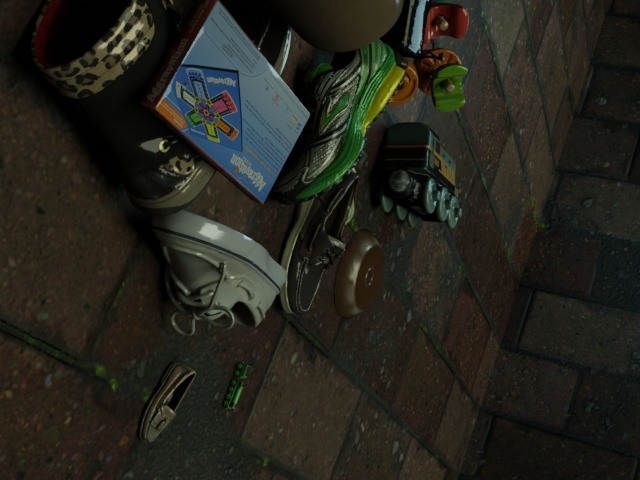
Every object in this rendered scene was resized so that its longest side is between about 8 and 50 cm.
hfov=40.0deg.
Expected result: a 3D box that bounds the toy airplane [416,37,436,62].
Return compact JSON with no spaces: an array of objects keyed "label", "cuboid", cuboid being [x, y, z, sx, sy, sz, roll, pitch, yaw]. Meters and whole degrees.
[{"label":"toy airplane","cuboid":[0.229,-0.455,1.909,0.151,0.028,0.151,-41,138,-50]}]

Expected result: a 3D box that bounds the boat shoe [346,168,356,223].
[{"label":"boat shoe","cuboid":[0.036,-0.089,1.664,0.048,0.056,0.153,-56,155,-46]}]

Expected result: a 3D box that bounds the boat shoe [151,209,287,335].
[{"label":"boat shoe","cuboid":[-0.160,0.066,1.272,0.367,0.136,0.156,52,58,-70]}]

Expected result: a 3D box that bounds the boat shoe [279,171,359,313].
[{"label":"boat shoe","cuboid":[0.000,0.000,1.586,0.103,0.092,0.285,22,82,-64]}]

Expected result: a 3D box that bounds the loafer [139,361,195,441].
[{"label":"loafer","cuboid":[-0.226,0.241,1.302,0.125,0.039,0.045,-67,154,-20]}]

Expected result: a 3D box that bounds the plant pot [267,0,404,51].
[{"label":"plant pot","cuboid":[0.009,-0.357,1.078,0.263,0.263,0.229,-65,153,-23]}]

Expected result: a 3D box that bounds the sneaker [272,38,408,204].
[{"label":"sneaker","cuboid":[0.006,-0.211,1.501,0.146,0.134,0.343,35,74,-24]}]

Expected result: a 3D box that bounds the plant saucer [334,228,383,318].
[{"label":"plant saucer","cuboid":[0.091,0.075,1.876,0.198,0.036,0.198,-39,135,-53]}]

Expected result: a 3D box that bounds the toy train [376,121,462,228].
[{"label":"toy train","cuboid":[0.229,-0.137,1.952,0.334,0.142,0.190,23,72,-64]}]

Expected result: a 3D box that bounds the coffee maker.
[{"label":"coffee maker","cuboid":[0.162,-0.431,1.618,0.120,0.171,0.178,-45,147,-80]}]

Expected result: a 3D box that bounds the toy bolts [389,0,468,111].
[{"label":"toy bolts","cuboid":[0.191,-0.393,1.773,0.158,0.218,0.228,-113,-159,-52]}]

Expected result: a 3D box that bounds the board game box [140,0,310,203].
[{"label":"board game box","cuboid":[-0.105,-0.161,1.082,0.145,0.027,0.281,-63,152,-9]}]

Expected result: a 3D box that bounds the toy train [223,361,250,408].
[{"label":"toy train","cuboid":[-0.142,0.248,1.497,0.017,0.024,0.083,44,62,-61]}]

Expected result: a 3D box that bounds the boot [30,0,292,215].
[{"label":"boot","cuboid":[-0.177,-0.251,1.067,0.377,0.138,0.284,-61,151,-18]}]
